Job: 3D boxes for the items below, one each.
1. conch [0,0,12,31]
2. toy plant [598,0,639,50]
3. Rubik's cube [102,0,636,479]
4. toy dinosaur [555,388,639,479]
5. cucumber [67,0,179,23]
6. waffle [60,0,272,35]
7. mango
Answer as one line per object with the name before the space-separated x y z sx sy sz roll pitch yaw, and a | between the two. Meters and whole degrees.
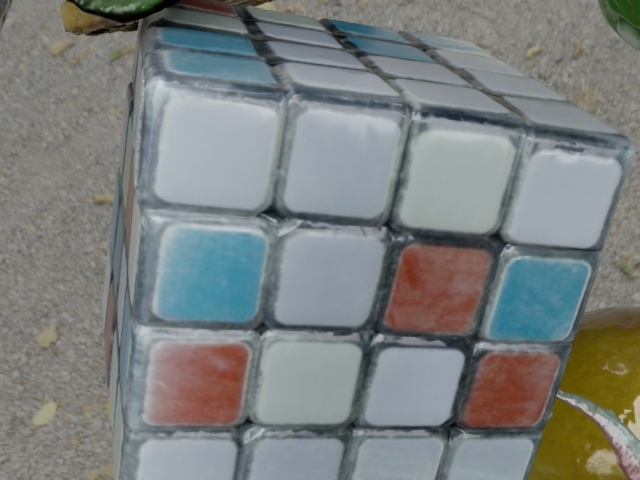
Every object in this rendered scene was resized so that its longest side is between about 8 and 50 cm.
conch | -0.194 -0.165 0.383 0.275 0.183 0.149 -22 33 12
toy plant | 0.178 -0.177 0.358 0.184 0.316 0.224 -40 74 2
Rubik's cube | 0.000 0.000 0.559 0.259 0.256 0.253 3 114 -16
toy dinosaur | 0.236 0.167 0.488 0.242 0.053 0.167 23 66 0
cucumber | -0.091 -0.180 0.517 0.070 0.046 0.220 -5 33 8
waffle | -0.102 -0.271 0.856 0.308 0.213 0.091 2 107 43
mango | 0.296 0.189 0.889 0.301 0.445 0.220 -7 77 -1
